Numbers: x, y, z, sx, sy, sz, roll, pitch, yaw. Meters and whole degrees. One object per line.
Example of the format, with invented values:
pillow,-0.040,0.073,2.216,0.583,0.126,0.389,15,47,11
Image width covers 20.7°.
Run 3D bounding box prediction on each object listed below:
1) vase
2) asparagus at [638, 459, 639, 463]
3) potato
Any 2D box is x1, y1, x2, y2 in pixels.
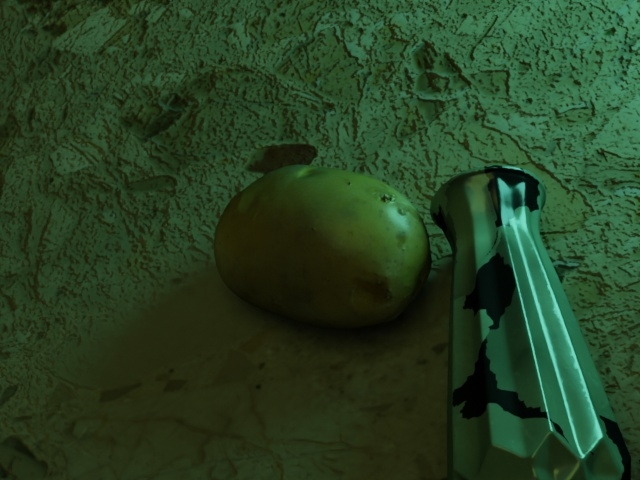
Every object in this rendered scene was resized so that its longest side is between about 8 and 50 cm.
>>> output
vase,0.180,0.104,1.606,0.165,0.165,0.360,-14,53,11
asparagus,0.343,0.189,1.574,0.114,0.014,0.015,-15,90,11
potato,0.000,0.000,1.739,0.234,0.146,0.150,13,36,26
